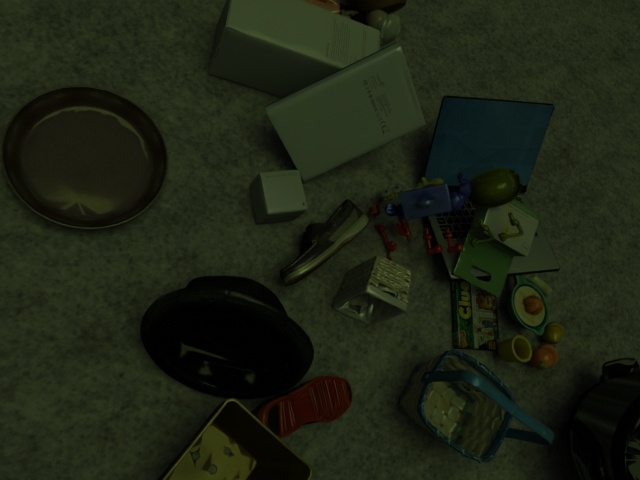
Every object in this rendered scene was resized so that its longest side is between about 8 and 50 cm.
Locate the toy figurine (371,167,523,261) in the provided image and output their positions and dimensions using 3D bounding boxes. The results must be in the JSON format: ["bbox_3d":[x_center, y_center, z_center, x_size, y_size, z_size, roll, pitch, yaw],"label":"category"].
[{"bbox_3d":[0.280,-0.064,1.221,0.363,0.217,0.191,-9,87,18],"label":"toy figurine"}]

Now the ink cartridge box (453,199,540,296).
[{"bbox_3d":[0.449,0.008,1.355,0.171,0.056,0.235,26,78,-22],"label":"ink cartridge box"}]

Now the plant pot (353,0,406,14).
[{"bbox_3d":[0.145,-0.752,1.457,0.237,0.237,0.254,-23,101,-27],"label":"plant pot"}]

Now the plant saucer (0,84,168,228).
[{"bbox_3d":[-0.477,-0.167,1.103,0.311,0.050,0.310,7,73,-23],"label":"plant saucer"}]

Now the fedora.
[{"bbox_3d":[-0.175,0.171,1.065,0.334,0.334,0.152,26,34,-16],"label":"fedora"}]

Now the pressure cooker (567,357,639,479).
[{"bbox_3d":[0.829,0.519,1.315,0.376,0.420,0.369,31,85,10],"label":"pressure cooker"}]

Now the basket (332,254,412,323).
[{"bbox_3d":[0.120,0.115,1.232,0.113,0.167,0.103,27,61,-16],"label":"basket"}]

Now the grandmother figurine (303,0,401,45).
[{"bbox_3d":[0.043,-0.578,1.368,0.343,0.104,0.207,10,36,-11],"label":"grandmother figurine"}]

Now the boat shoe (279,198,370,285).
[{"bbox_3d":[0.000,0.000,1.247,0.285,0.103,0.092,-38,88,-31],"label":"boat shoe"}]

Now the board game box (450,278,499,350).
[{"bbox_3d":[0.409,0.159,1.424,0.136,0.030,0.259,7,73,-20],"label":"board game box"}]

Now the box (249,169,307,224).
[{"bbox_3d":[-0.098,-0.099,1.231,0.101,0.087,0.101,-8,80,-26],"label":"box"}]

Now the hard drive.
[{"bbox_3d":[0.063,-0.285,1.226,0.319,0.040,0.210,-24,130,6],"label":"hard drive"}]

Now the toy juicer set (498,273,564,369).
[{"bbox_3d":[0.588,0.189,1.447,0.209,0.089,0.328,22,61,-19],"label":"toy juicer set"}]

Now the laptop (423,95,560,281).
[{"bbox_3d":[0.483,-0.135,1.409,0.382,0.236,0.407,-3,63,-24],"label":"laptop"}]

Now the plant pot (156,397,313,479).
[{"bbox_3d":[-0.182,0.439,0.994,0.212,0.187,0.212,44,63,-8],"label":"plant pot"}]

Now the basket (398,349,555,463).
[{"bbox_3d":[0.327,0.362,1.184,0.255,0.289,0.201,40,69,-13],"label":"basket"}]

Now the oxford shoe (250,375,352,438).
[{"bbox_3d":[-0.043,0.348,1.140,0.272,0.098,0.096,0,75,-44],"label":"oxford shoe"}]

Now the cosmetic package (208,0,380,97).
[{"bbox_3d":[-0.063,-0.451,1.283,0.366,0.197,0.155,14,71,-22],"label":"cosmetic package"}]
